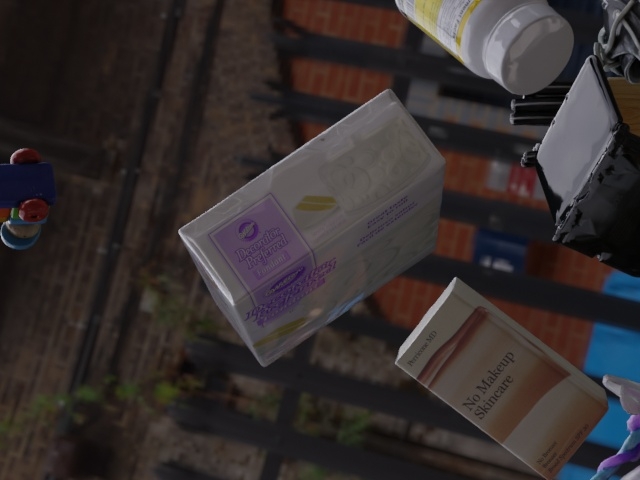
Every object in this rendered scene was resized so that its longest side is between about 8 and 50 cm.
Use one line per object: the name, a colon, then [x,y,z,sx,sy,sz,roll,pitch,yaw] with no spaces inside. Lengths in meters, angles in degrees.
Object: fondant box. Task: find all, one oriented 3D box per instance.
fondant box: [0.000,0.000,1.496,0.238,0.096,0.330,-34,-15,-6]

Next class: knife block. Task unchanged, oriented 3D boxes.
knife block: [0.362,-0.149,1.680,0.275,0.242,0.088,-45,-5,3]

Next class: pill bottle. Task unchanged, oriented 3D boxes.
pill bottle: [0.185,-0.257,1.683,0.119,0.208,0.119,-21,-46,-23]

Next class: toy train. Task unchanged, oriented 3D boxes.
toy train: [-0.497,-0.043,2.052,0.143,0.248,0.105,114,147,-54]

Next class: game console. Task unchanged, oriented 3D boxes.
game console: [0.206,-0.049,1.027,0.122,0.107,0.071,110,-175,-53]

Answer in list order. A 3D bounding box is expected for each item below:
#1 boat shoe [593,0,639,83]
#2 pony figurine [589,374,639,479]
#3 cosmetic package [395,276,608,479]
boat shoe: [0.332,-0.206,1.519,0.105,0.306,0.113,-44,-28,12]
pony figurine: [0.429,0.197,1.478,0.363,0.303,0.351,-38,-4,-3]
cosmetic package: [0.276,0.209,2.258,0.153,0.296,0.129,-54,-2,11]
